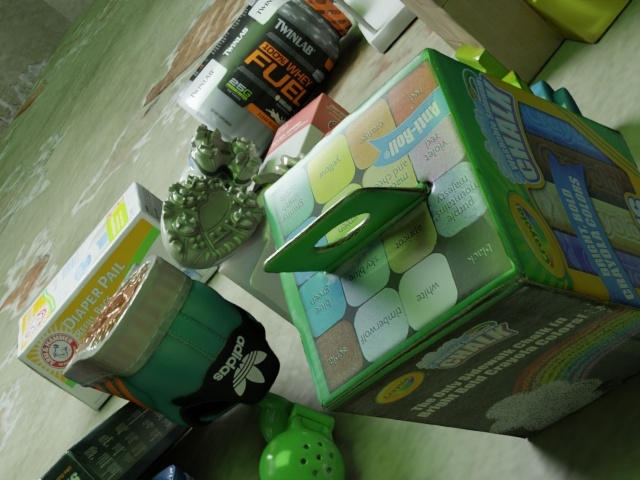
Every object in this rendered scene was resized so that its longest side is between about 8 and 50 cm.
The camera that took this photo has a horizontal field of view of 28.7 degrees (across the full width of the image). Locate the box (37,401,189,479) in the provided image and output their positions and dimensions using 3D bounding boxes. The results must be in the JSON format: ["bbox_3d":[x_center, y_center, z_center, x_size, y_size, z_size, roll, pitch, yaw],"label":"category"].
[{"bbox_3d":[-0.190,0.201,0.988,0.175,0.051,0.220,-46,-2,17],"label":"box"}]

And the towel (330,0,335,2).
[{"bbox_3d":[0.060,-0.430,1.529,0.283,0.121,0.235,-49,19,12],"label":"towel"}]

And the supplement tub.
[{"bbox_3d":[-0.059,-0.192,1.378,0.190,0.117,0.117,-52,21,3],"label":"supplement tub"}]

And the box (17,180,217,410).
[{"bbox_3d":[-0.216,0.058,1.313,0.203,0.103,0.114,-49,21,7],"label":"box"}]

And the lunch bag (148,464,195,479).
[{"bbox_3d":[-0.120,0.213,0.915,0.098,0.065,0.067,-39,24,29],"label":"lunch bag"}]

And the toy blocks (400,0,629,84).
[{"bbox_3d":[0.142,-0.316,0.964,0.381,0.261,0.191,-51,21,1],"label":"toy blocks"}]

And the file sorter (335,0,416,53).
[{"bbox_3d":[0.081,-0.375,1.310,0.277,0.173,0.193,-47,21,13],"label":"file sorter"}]

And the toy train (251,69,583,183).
[{"bbox_3d":[0.075,-0.051,0.755,0.143,0.105,0.248,-32,-17,19],"label":"toy train"}]

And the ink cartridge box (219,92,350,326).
[{"bbox_3d":[0.000,0.000,0.944,0.067,0.115,0.198,-33,27,44],"label":"ink cartridge box"}]

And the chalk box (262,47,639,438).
[{"bbox_3d":[0.065,0.005,0.621,0.132,0.213,0.132,-38,54,32],"label":"chalk box"}]

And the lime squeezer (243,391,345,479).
[{"bbox_3d":[-0.021,0.156,0.850,0.310,0.059,0.109,-100,20,-62],"label":"lime squeezer"}]

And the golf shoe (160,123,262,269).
[{"bbox_3d":[-0.084,-0.012,0.916,0.176,0.069,0.086,-78,11,-62],"label":"golf shoe"}]

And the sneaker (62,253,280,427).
[{"bbox_3d":[-0.111,0.086,0.929,0.108,0.121,0.302,-58,10,-11],"label":"sneaker"}]
